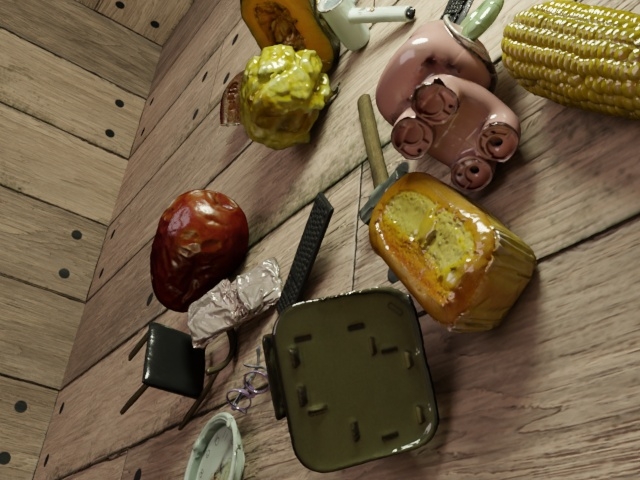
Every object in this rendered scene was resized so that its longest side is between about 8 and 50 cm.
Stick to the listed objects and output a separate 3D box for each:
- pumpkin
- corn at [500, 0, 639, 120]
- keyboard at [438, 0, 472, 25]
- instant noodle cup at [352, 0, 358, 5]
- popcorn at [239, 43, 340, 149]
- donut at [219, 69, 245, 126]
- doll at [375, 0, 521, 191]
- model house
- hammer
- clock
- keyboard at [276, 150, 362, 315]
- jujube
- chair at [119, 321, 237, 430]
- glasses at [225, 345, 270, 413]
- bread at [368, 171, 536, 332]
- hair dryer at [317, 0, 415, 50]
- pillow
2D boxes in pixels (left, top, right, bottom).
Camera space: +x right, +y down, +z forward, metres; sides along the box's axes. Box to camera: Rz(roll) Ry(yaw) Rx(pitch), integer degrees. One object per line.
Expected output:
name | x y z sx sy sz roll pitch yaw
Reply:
pumpkin | -0.051 -0.534 1.636 0.221 0.317 0.139 -7 47 24
corn | 0.339 -0.221 0.851 0.130 0.130 0.347 -60 28 11
keyboard | 0.222 -0.368 1.304 0.197 0.015 0.074 -65 27 2
instant noodle cup | -0.008 -0.685 1.746 0.264 0.264 0.200 -48 41 31
popcorn | -0.078 -0.332 1.618 0.249 0.225 0.250 -172 90 -72
donut | -0.214 -0.424 2.015 0.126 0.144 0.187 -92 5 -76
doll | 0.202 -0.229 1.078 0.284 0.216 0.268 -55 5 42
model house | 0.015 0.191 1.015 0.278 0.204 0.219 154 107 -74
hammer | 0.103 -0.179 1.339 0.111 0.043 0.366 -49 30 32
clock | -0.202 0.456 1.355 0.236 0.053 0.237 -45 31 38
keyboard | -0.011 -0.004 1.358 0.381 0.041 0.103 -64 26 17
jujube | -0.302 0.028 1.710 0.318 0.223 0.223 -64 25 26
chair | -0.329 0.282 1.600 0.272 0.166 0.188 -47 32 32
glasses | -0.131 0.274 1.408 0.140 0.062 0.104 -48 10 31
bread | 0.174 0.010 0.974 0.153 0.119 0.288 -62 27 16
hair dryer | 0.117 -0.484 1.512 0.236 0.131 0.073 10 65 42
pillow | -0.193 0.134 1.526 0.248 0.049 0.135 -32 45 15
